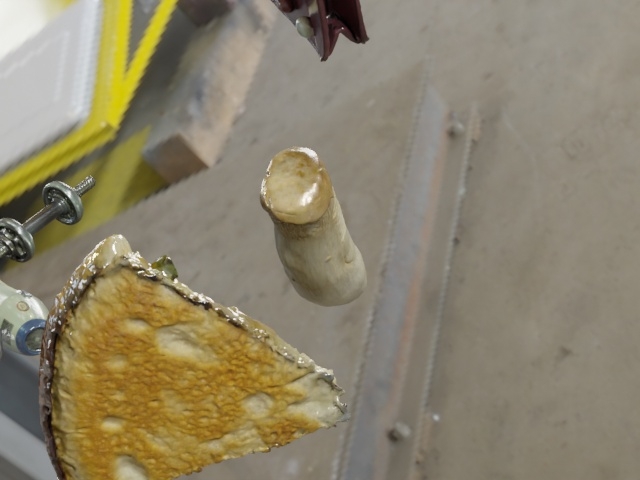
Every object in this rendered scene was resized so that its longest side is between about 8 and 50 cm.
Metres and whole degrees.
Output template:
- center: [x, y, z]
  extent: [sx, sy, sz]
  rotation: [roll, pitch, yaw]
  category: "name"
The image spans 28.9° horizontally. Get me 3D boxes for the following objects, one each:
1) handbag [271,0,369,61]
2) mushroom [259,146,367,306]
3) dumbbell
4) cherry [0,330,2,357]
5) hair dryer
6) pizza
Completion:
- center: [-0.031, -0.328, 1.398]
  extent: [0.074, 0.216, 0.203]
  rotation: [-30, 56, -8]
  category: "handbag"
- center: [0.000, 0.000, 1.546]
  extent: [0.095, 0.351, 0.122]
  rotation: [0, 68, 11]
  category: "mushroom"
- center: [-0.444, -0.029, 1.958]
  extent: [0.082, 0.081, 0.254]
  rotation: [-12, 24, 45]
  category: "dumbbell"
- center: [-0.681, 0.153, 2.114]
  extent: [0.218, 0.296, 0.255]
  rotation: [-61, 6, -24]
  category: "cherry"
- center: [-0.672, 0.126, 2.428]
  extent: [0.296, 0.298, 0.119]
  rotation: [-133, 58, -70]
  category: "hair dryer"
- center: [-0.225, 0.161, 1.643]
  extent: [0.435, 0.392, 0.080]
  rotation: [-21, 34, 10]
  category: "pizza"
